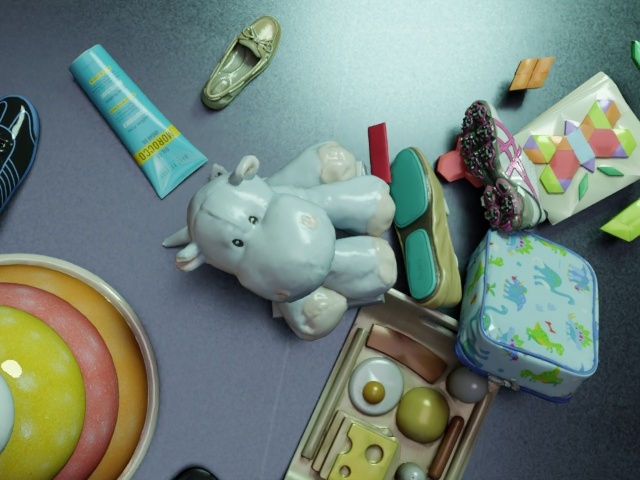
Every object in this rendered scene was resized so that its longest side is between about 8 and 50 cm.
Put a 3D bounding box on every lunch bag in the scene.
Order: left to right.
[{"bbox_3d":[0.271,0.095,1.356,0.176,0.090,0.219,20,45,-7],"label":"lunch bag"}]

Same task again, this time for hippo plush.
[{"bbox_3d":[-0.049,-0.034,1.240,0.294,0.236,0.234,33,88,16],"label":"hippo plush"}]

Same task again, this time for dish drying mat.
[{"bbox_3d":[0.081,-0.117,1.430,0.008,0.032,0.083,2,81,-43],"label":"dish drying mat"}]

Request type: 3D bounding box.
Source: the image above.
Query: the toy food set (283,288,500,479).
[{"bbox_3d":[0.107,0.240,1.357,0.219,0.092,0.306,26,80,-5],"label":"toy food set"}]

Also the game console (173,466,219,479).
[{"bbox_3d":[-0.250,0.426,1.281,0.213,0.044,0.361,46,71,-8],"label":"game console"}]

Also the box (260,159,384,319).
[{"bbox_3d":[0.000,0.000,1.366,0.145,0.038,0.186,-10,77,10],"label":"box"}]

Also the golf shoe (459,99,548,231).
[{"bbox_3d":[0.244,-0.100,1.401,0.086,0.067,0.186,-6,74,-35],"label":"golf shoe"}]

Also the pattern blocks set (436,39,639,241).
[{"bbox_3d":[0.353,-0.124,1.433,0.325,0.026,0.285,-44,90,2],"label":"pattern blocks set"}]

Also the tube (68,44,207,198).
[{"bbox_3d":[-0.244,-0.160,1.381,0.080,0.052,0.207,-40,96,-1],"label":"tube"}]

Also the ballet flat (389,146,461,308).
[{"bbox_3d":[0.141,-0.013,1.398,0.073,0.080,0.232,17,58,-39],"label":"ballet flat"}]

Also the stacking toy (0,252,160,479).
[{"bbox_3d":[-0.344,0.166,1.102,0.350,0.480,0.351,1,83,-9],"label":"stacking toy"}]

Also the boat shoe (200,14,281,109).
[{"bbox_3d":[-0.104,-0.242,1.407,0.056,0.048,0.153,41,79,-2],"label":"boat shoe"}]

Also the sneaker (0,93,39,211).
[{"bbox_3d":[-0.421,-0.083,1.319,0.081,0.090,0.232,21,81,-5],"label":"sneaker"}]
